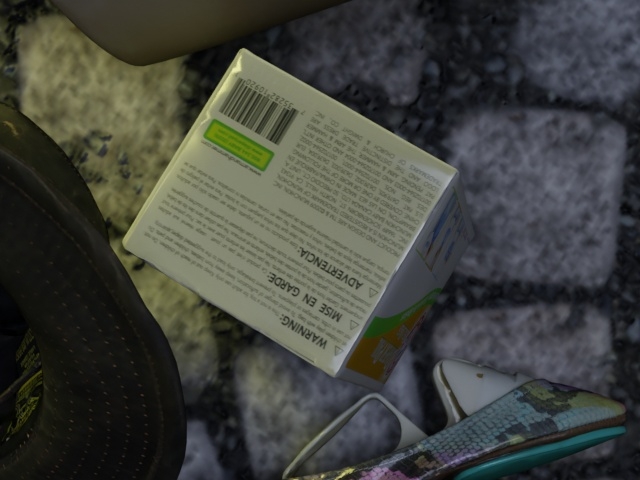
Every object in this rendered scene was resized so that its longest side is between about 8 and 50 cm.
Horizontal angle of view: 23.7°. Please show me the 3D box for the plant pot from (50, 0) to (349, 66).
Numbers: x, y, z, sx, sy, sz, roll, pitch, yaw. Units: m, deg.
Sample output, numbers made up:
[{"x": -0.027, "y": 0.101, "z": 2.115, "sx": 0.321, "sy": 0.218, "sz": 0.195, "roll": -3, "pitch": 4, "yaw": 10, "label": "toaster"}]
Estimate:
[{"x": -0.023, "y": -0.233, "z": 0.720, "sx": 0.280, "sy": 0.323, "sz": 0.323, "roll": -33, "pitch": 94, "yaw": 12, "label": "plant pot"}]

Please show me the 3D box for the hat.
[{"x": -0.196, "y": -0.001, "z": 0.707, "sx": 0.331, "sy": 0.331, "sz": 0.134, "roll": 30, "pitch": 47, "yaw": -6, "label": "hat"}]

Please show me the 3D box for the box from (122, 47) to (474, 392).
[{"x": 0.000, "y": 0.000, "z": 0.739, "sx": 0.114, "sy": 0.203, "sz": 0.103, "roll": 31, "pitch": 87, "yaw": 10, "label": "box"}]

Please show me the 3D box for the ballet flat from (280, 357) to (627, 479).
[{"x": 0.056, "y": 0.112, "z": 0.828, "sx": 0.222, "sy": 0.077, "sz": 0.079, "roll": -24, "pitch": 73, "yaw": -5, "label": "ballet flat"}]
